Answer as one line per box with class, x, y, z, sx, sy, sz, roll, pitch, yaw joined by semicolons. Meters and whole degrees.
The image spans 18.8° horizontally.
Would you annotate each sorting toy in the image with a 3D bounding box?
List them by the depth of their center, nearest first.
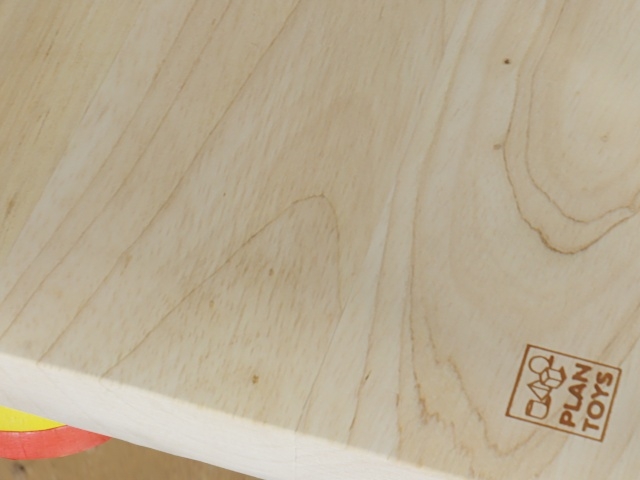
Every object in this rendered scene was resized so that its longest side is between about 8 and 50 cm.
sorting toy;-0.009;-0.031;0.570;0.255;0.089;0.257;14;52;11
